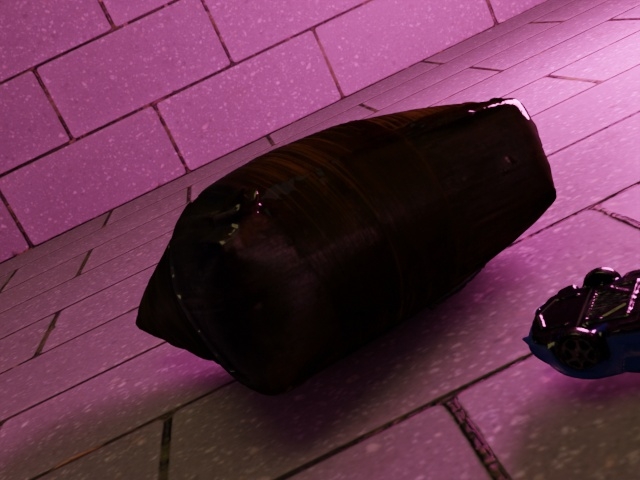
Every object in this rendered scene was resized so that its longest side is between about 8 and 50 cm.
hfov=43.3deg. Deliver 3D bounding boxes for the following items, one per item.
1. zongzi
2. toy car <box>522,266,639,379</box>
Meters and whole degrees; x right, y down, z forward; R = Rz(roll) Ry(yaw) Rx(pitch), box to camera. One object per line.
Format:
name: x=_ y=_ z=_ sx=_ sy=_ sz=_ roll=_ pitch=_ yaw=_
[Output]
zongzi: x=0.000 y=0.000 z=0.881 sx=0.403 sy=0.207 sz=0.432 roll=-27 pitch=3 yaw=-25
toy car: x=0.243 y=0.051 z=0.543 sx=0.216 sy=0.063 sz=0.103 roll=-20 pitch=16 yaw=38
